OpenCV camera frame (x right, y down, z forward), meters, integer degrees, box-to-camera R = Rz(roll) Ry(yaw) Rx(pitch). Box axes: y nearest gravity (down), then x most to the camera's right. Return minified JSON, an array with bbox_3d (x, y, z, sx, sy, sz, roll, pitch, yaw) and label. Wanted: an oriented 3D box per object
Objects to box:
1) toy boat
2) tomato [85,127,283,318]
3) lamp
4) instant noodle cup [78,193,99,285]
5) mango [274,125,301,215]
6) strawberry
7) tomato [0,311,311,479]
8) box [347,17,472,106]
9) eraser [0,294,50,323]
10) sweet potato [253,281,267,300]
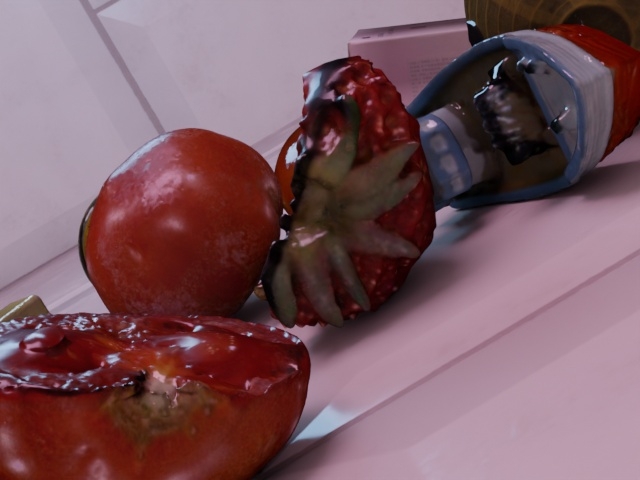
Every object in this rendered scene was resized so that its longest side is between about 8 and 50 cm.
[{"bbox_3d":[0.155,-0.099,1.080,0.133,0.145,0.332,-28,2,-22],"label":"toy boat"},{"bbox_3d":[-0.149,-0.004,1.290,0.232,0.188,0.232,-55,9,13],"label":"tomato"},{"bbox_3d":[0.258,-0.222,1.170,0.250,0.250,0.284,-26,25,22],"label":"lamp"},{"bbox_3d":[-0.195,0.019,1.484,0.182,0.182,0.144,-31,20,-6],"label":"instant noodle cup"},{"bbox_3d":[0.022,-0.096,1.532,0.146,0.129,0.289,-33,5,13],"label":"mango"},{"bbox_3d":[0.036,-0.046,1.088,0.137,0.234,0.306,10,12,3],"label":"strawberry"},{"bbox_3d":[-0.126,0.126,0.818,0.232,0.140,0.200,3,11,-14],"label":"tomato"},{"bbox_3d":[0.170,-0.244,1.676,0.251,0.106,0.203,-6,14,8],"label":"box"},{"bbox_3d":[-0.366,0.151,1.439,0.058,0.117,0.172,-19,14,30],"label":"eraser"},{"bbox_3d":[0.000,0.000,1.296,0.067,0.067,0.274,-24,13,31],"label":"sweet potato"}]
